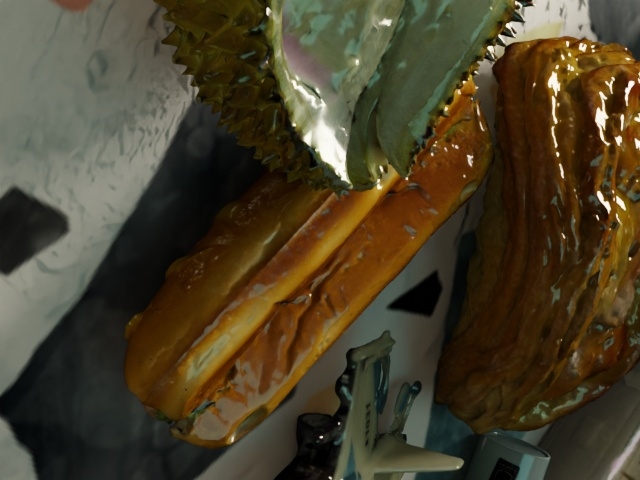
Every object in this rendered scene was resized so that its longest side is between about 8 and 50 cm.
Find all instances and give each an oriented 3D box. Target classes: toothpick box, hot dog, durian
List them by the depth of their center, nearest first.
[{"bbox_3d":[0.015,-0.148,0.672,0.237,0.138,0.193,-47,130,-15],"label":"durian"},{"bbox_3d":[0.000,0.000,0.769,0.269,0.072,0.115,-45,132,-22],"label":"hot dog"},{"bbox_3d":[0.156,0.010,0.888,0.175,0.114,0.259,-15,118,-51],"label":"hot dog"},{"bbox_3d":[0.118,0.176,0.974,0.052,0.052,0.083,14,96,-46],"label":"toothpick box"}]

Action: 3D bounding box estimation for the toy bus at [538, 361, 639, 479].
[{"bbox_3d":[0.226,0.141,1.041,0.106,0.092,0.268,43,77,-35],"label":"toy bus"}]

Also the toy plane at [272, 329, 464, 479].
[{"bbox_3d":[-0.006,0.155,0.810,0.262,0.088,0.192,-13,115,-56],"label":"toy plane"}]
